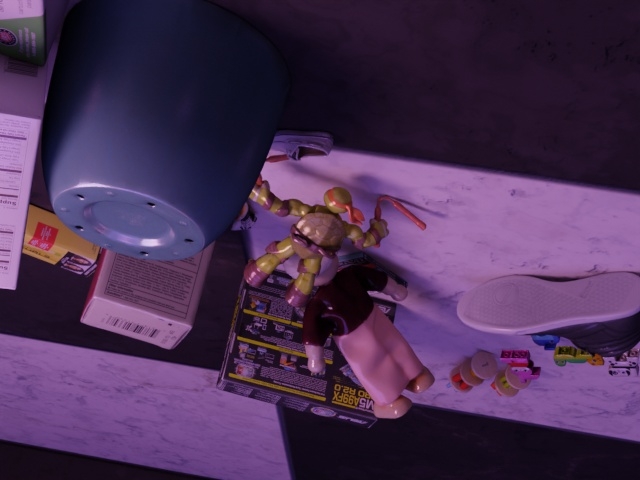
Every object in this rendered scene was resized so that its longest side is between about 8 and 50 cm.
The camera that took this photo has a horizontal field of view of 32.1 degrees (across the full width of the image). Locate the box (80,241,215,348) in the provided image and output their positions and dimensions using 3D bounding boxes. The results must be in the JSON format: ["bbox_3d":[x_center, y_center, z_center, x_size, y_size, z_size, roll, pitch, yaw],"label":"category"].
[{"bbox_3d":[-0.244,0.021,1.633,0.149,0.232,0.127,19,154,-13],"label":"box"}]

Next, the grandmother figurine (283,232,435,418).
[{"bbox_3d":[0.046,0.124,1.743,0.104,0.208,0.342,-5,123,49],"label":"grandmother figurine"}]

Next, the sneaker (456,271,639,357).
[{"bbox_3d":[0.368,0.128,1.730,0.296,0.104,0.147,-6,144,24],"label":"sneaker"}]

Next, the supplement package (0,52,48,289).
[{"bbox_3d":[-0.433,-0.111,1.297,0.198,0.199,0.262,7,131,-16],"label":"supplement package"}]

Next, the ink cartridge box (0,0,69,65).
[{"bbox_3d":[-0.407,-0.316,1.158,0.278,0.117,0.201,16,154,-6],"label":"ink cartridge box"}]

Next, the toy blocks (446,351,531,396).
[{"bbox_3d":[0.310,0.264,2.090,0.123,0.054,0.148,18,153,-11],"label":"toy blocks"}]

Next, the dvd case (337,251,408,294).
[{"bbox_3d":[0.073,0.055,1.819,0.087,0.013,0.119,-14,143,42],"label":"dvd case"}]

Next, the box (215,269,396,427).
[{"bbox_3d":[-0.020,0.176,1.871,0.270,0.216,0.060,15,154,-8],"label":"box"}]

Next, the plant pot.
[{"bbox_3d":[-0.201,-0.118,1.336,0.293,0.235,0.293,10,154,5],"label":"plant pot"}]

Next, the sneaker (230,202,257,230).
[{"bbox_3d":[-0.113,-0.039,1.697,0.037,0.032,0.083,4,161,-14],"label":"sneaker"}]

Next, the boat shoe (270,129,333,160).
[{"bbox_3d":[-0.032,-0.124,1.478,0.100,0.035,0.035,3,153,18],"label":"boat shoe"}]

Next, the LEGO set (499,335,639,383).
[{"bbox_3d":[0.428,0.192,1.853,0.227,0.087,0.093,-3,135,28],"label":"LEGO set"}]

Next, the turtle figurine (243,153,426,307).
[{"bbox_3d":[0.000,0.000,1.571,0.269,0.087,0.217,18,127,-23],"label":"turtle figurine"}]

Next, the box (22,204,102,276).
[{"bbox_3d":[-0.477,-0.014,1.863,0.232,0.058,0.087,24,152,-23],"label":"box"}]
